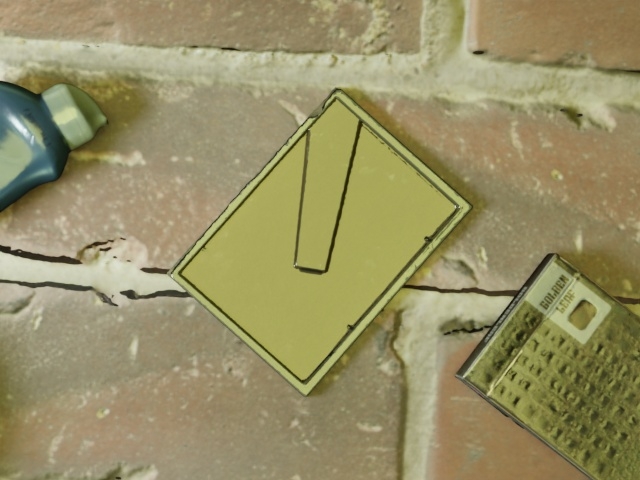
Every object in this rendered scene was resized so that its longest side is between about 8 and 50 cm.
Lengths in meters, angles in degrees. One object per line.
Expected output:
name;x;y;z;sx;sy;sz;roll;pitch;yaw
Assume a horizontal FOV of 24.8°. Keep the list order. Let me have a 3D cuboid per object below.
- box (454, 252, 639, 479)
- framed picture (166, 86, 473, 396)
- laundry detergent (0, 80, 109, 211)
box;0.335;0.181;1.643;0.325;0.047;0.180;38;86;-1
framed picture;0.000;0.000;1.644;0.211;0.020;0.289;41;86;-1
laundry detergent;-0.376;-0.091;1.593;0.290;0.094;0.143;-28;84;-7
